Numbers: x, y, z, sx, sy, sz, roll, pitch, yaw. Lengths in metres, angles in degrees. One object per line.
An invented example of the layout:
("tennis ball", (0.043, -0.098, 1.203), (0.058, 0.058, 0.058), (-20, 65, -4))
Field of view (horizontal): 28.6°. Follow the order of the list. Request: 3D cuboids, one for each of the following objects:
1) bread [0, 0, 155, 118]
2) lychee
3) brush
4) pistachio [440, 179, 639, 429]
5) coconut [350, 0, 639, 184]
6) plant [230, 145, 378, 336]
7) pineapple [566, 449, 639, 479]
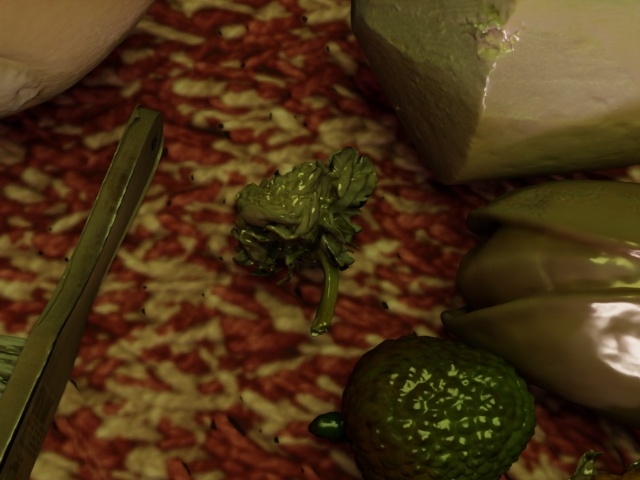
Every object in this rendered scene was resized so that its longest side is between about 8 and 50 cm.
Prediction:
("bread", (-0.260, -0.262, 0.797), (0.253, 0.348, 0.376), (-29, 70, 21))
("lychee", (0.065, 0.114, 0.806), (0.146, 0.114, 0.114), (-12, 65, 20))
("brush", (-0.182, 0.044, 0.825), (0.065, 0.070, 0.328), (16, 63, 8))
("pistachio", (0.232, 0.046, 0.833), (0.293, 0.181, 0.162), (18, 81, 6))
("coconut", (0.142, -0.162, 0.881), (0.244, 0.239, 0.239), (-3, 67, -11))
("plant", (0.000, 0.000, 0.855), (0.116, 0.104, 0.122), (-17, 76, -28))
("pineapple", (0.283, 0.192, 0.779), (0.249, 0.164, 0.139), (40, 27, 23))
